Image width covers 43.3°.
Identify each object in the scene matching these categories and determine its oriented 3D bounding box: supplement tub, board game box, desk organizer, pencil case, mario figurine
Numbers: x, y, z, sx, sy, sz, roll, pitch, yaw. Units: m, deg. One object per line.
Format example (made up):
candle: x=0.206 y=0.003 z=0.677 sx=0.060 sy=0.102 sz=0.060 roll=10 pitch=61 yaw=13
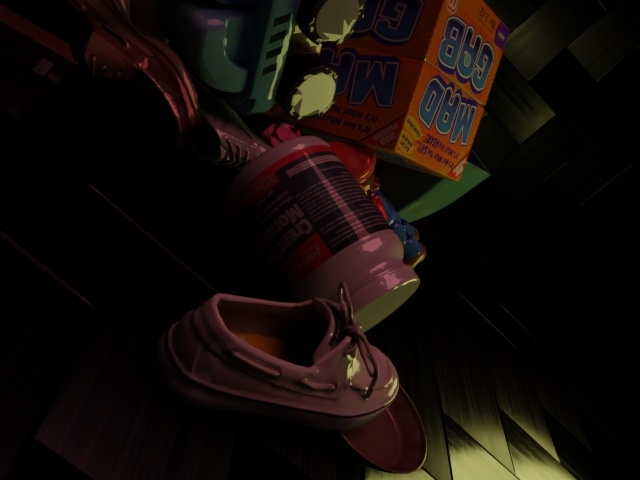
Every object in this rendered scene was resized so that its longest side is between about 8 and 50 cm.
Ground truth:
supplement tub: x=0.000 y=0.000 z=1.189 sx=0.272 sy=0.191 sz=0.191 roll=54 pitch=20 yaw=17
board game box: x=0.135 y=-0.367 z=1.726 sx=0.356 sy=0.356 sz=0.356 roll=21 pitch=5 yaw=30
desk organizer: x=-0.391 y=-0.261 z=1.061 sx=0.130 sy=0.047 sz=0.050 roll=28 pitch=26 yaw=-46
pencil case: x=-0.058 y=-0.133 z=1.476 sx=0.098 sy=0.095 sz=0.209 roll=17 pitch=31 yaw=-30
mario figurine: x=0.072 y=-0.064 z=1.633 sx=0.198 sy=0.170 sz=0.320 roll=14 pitch=-30 yaw=55

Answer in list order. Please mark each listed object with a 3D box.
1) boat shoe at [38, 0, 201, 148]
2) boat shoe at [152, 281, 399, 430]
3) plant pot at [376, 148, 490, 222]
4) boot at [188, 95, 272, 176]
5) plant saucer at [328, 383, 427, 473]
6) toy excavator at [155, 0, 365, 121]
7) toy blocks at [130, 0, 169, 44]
boat shoe: x=-0.301 y=-0.260 z=1.180 sx=0.120 sy=0.122 sz=0.324 roll=-26 pitch=70 yaw=-39
boat shoe: x=-0.005 y=0.119 z=0.943 sx=0.367 sy=0.156 sz=0.135 roll=19 pitch=37 yaw=-41
plant pot: x=0.254 y=-0.161 z=1.968 sx=0.166 sy=0.234 sz=0.165 roll=13 pitch=41 yaw=-58
boot: x=-0.137 y=-0.133 z=1.324 sx=0.258 sy=0.095 sz=0.123 roll=42 pitch=25 yaw=7
plant saucer: x=0.060 y=0.233 z=1.087 sx=0.199 sy=0.036 sz=0.198 roll=33 pitch=29 yaw=-21
toy excavator: x=-0.168 y=-0.374 z=1.178 sx=0.445 sy=0.433 sz=0.222 roll=-14 pitch=49 yaw=-33
toy blocks: x=-0.317 y=-0.482 z=1.313 sx=0.381 sy=0.261 sz=0.190 roll=41 pitch=21 yaw=-19
